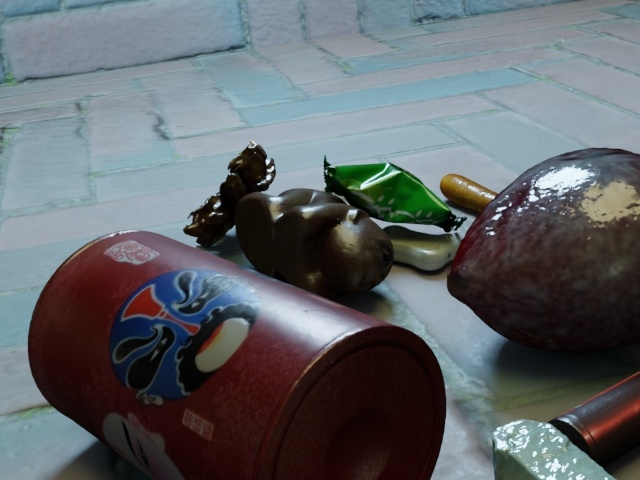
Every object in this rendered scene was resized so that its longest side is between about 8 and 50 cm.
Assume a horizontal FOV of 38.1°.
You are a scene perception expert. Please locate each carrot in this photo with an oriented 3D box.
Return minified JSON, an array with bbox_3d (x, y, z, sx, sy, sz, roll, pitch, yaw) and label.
[{"bbox_3d":[0.253,-0.051,1.334,0.043,0.043,0.248,-18,26,-26],"label":"carrot"}]

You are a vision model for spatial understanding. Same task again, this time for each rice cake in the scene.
[{"bbox_3d":[0.197,0.207,0.695,0.063,0.069,0.206,-14,23,-19],"label":"rice cake"}]

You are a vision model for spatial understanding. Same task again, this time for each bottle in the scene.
[{"bbox_3d":[0.275,0.153,0.819,0.164,0.060,0.060,-20,26,-30],"label":"bottle"}]

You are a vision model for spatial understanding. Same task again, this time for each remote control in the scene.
[{"bbox_3d":[0.121,0.010,1.232,0.122,0.032,0.074,13,27,40],"label":"remote control"}]

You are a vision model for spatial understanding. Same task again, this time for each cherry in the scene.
[{"bbox_3d":[0.272,0.012,0.971,0.300,0.203,0.230,-18,31,-7],"label":"cherry"}]

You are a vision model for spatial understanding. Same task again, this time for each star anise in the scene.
[{"bbox_3d":[-0.115,-0.074,1.355,0.073,0.177,0.234,37,30,-2],"label":"star anise"}]

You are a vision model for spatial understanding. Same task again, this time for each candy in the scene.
[{"bbox_3d":[0.100,-0.061,1.250,0.203,0.078,0.141,21,8,8],"label":"candy"}]

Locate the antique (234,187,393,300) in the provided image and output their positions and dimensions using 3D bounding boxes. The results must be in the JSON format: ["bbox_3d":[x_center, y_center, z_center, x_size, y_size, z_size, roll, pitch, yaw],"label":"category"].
[{"bbox_3d":[0.000,0.000,1.187,0.143,0.121,0.257,-6,13,-24],"label":"antique"}]

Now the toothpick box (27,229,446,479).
[{"bbox_3d":[-0.083,0.122,0.797,0.204,0.204,0.333,-24,28,-37],"label":"toothpick box"}]

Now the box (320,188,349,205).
[{"bbox_3d":[0.028,-0.059,1.433,0.083,0.024,0.053,9,27,35],"label":"box"}]
